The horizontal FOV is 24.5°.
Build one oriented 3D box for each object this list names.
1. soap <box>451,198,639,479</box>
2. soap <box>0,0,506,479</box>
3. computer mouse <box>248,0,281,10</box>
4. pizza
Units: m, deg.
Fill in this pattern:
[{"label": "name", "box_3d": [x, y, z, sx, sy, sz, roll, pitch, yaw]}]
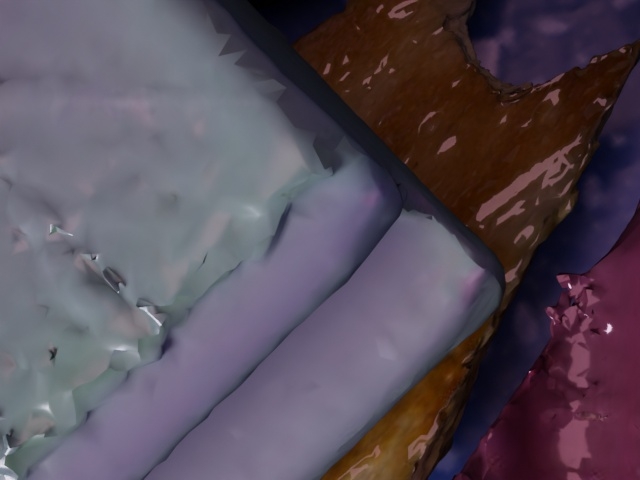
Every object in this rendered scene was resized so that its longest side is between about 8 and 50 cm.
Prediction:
[{"label": "soap", "box_3d": [0.129, 0.136, 0.404, 0.220, 0.127, 0.325, 4, 80, 13]}, {"label": "soap", "box_3d": [-0.196, 0.069, 0.436, 0.446, 0.156, 0.261, -45, 69, 8]}, {"label": "computer mouse", "box_3d": [-0.036, -0.224, 0.528, 0.170, 0.100, 0.269, -38, 74, 5]}, {"label": "pizza", "box_3d": [0.000, 0.000, 0.493, 0.181, 0.034, 0.262, 32, 85, 30]}]
